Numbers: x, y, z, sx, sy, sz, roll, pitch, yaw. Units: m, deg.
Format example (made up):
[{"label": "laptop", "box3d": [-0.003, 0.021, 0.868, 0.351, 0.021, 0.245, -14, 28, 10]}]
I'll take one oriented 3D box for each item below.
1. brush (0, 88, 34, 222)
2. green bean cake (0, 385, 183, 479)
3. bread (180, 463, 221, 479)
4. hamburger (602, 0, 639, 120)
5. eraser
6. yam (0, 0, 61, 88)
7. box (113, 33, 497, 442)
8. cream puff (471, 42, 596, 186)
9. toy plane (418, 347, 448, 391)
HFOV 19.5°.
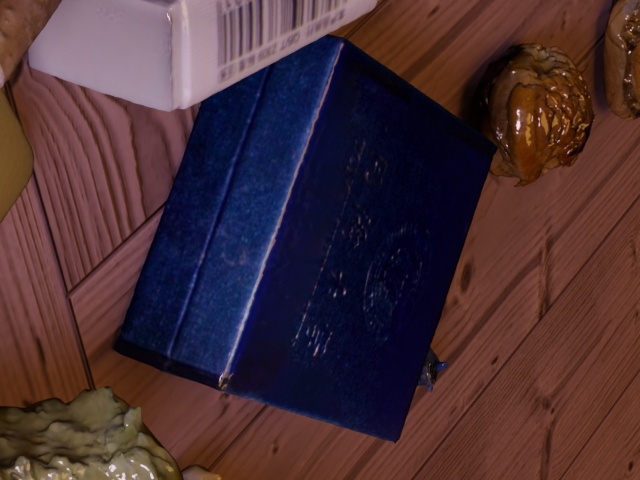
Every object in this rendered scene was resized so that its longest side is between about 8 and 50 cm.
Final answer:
[{"label": "brush", "box3d": [-0.250, -0.019, 1.049, 0.197, 0.059, 0.123, -55, 142, -29]}, {"label": "green bean cake", "box3d": [-0.221, 0.166, 1.057, 0.233, 0.124, 0.236, -48, 151, 12]}, {"label": "bread", "box3d": [-0.070, 0.348, 1.382, 0.270, 0.211, 0.316, -50, 140, -32]}, {"label": "hamburger", "box3d": [0.344, -0.195, 1.907, 0.138, 0.083, 0.147, -37, 133, -40]}, {"label": "eraser", "box3d": [-0.057, -0.174, 1.221, 0.279, 0.124, 0.081, -34, 133, -47]}, {"label": "yam", "box3d": [-0.132, -0.210, 1.108, 0.045, 0.045, 0.327, 82, 27, -47]}, {"label": "box", "box3d": [0.000, 0.000, 1.418, 0.279, 0.116, 0.261, 25, 84, -57]}, {"label": "cream puff", "box3d": [0.196, -0.114, 1.691, 0.133, 0.104, 0.119, -58, 140, -26]}, {"label": "toy plane", "box3d": [0.065, 0.098, 1.638, 0.167, 0.054, 0.062, 19, 63, -60]}]
